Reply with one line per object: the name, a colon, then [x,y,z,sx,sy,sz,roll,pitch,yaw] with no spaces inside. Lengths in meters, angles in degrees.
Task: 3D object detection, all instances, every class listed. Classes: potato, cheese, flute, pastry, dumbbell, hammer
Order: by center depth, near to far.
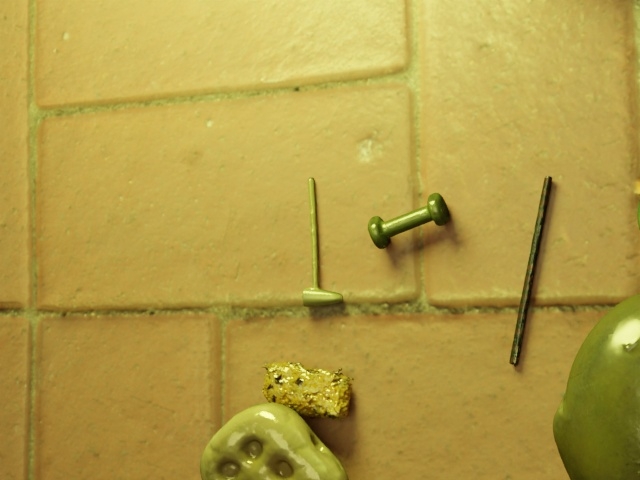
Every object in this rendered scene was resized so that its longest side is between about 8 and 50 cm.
potato: [0.426,0.203,1.512,0.243,0.221,0.326,35,104,19]
flute: [0.294,0.043,1.689,0.014,0.014,0.270,11,91,23]
dumbbell: [0.127,-0.028,1.743,0.118,0.052,0.046,-22,107,20]
cheese: [-0.062,0.349,1.748,0.217,0.117,0.235,11,106,17]
pastry: [-0.022,0.221,1.785,0.140,0.056,0.080,1,75,25]
hammer: [0.000,0.000,1.809,0.060,0.028,0.195,-5,83,17]

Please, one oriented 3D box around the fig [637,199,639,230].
fig: [0.497,-0.033,1.532,0.191,0.181,0.181,-5,84,48]
